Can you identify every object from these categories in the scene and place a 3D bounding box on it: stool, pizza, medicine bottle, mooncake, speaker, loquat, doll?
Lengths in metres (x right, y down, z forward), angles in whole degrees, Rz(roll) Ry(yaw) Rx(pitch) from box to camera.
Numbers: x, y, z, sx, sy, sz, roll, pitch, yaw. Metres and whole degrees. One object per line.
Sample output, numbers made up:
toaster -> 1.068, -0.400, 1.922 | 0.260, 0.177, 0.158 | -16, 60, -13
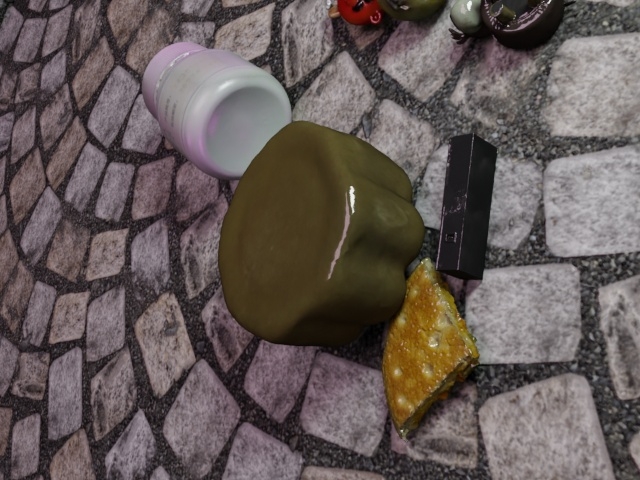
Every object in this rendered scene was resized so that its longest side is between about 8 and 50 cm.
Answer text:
stool -> 0.293, -0.379, 1.185 | 0.217, 0.121, 0.125 | 3, 79, 39
pizza -> 0.176, 0.168, 1.145 | 0.197, 0.058, 0.292 | -8, 71, 51
medicine bottle -> -0.230, -0.286, 1.562 | 0.302, 0.241, 0.241 | 39, 104, 44
mooncake -> 0.000, 0.000, 1.253 | 0.378, 0.201, 0.378 | -21, 62, 47
speaker -> 0.231, -0.051, 1.157 | 0.044, 0.082, 0.218 | -1, 77, 43
loquat -> 0.172, -0.490, 1.320 | 0.152, 0.152, 0.195 | 9, 69, 45
doll -> 0.082, -0.502, 1.453 | 0.183, 0.085, 0.217 | -26, 50, 34
